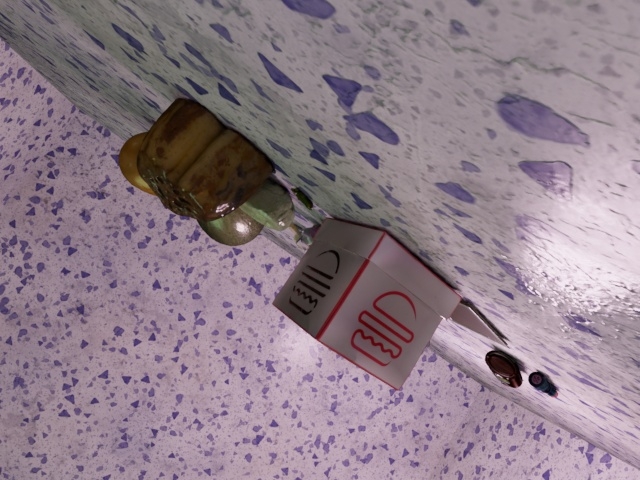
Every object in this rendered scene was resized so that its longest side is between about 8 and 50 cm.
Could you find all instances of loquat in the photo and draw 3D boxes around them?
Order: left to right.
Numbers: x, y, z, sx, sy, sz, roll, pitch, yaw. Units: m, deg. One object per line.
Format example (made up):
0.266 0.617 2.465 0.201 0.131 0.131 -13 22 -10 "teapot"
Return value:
-0.646 -0.298 1.790 0.263 0.263 0.263 33 173 5 "loquat"

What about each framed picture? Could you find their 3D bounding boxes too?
0.419 0.215 1.377 0.296 0.019 0.232 40 170 -37 "framed picture"

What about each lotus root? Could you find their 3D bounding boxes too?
-0.294 -0.190 1.138 0.316 0.250 0.316 33 162 12 "lotus root"

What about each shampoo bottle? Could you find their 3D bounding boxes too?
0.697 0.494 1.727 0.129 0.084 0.323 33 174 33 "shampoo bottle"

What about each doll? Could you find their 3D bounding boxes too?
0.000 0.000 1.585 0.102 0.075 0.227 6 165 44 "doll"

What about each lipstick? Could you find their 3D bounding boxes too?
0.787 0.510 1.604 0.053 0.053 0.234 26 174 46 "lipstick"

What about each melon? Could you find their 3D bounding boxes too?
-0.319 -0.111 1.620 0.248 0.249 0.329 32 169 16 "melon"

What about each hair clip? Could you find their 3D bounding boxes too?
-0.072 -0.004 1.907 0.159 0.071 0.218 37 167 -4 "hair clip"

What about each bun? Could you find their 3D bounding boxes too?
-0.162 -0.118 1.364 0.195 0.118 0.195 28 169 6 "bun"

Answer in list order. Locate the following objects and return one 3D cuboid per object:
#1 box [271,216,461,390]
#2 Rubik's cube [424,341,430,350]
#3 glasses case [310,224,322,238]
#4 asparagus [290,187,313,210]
0.110 0.155 1.215 0.312 0.300 0.314 37 172 -27 "box"
0.315 0.383 1.956 0.319 0.264 0.319 33 173 5 "Rubik's cube"
0.075 0.041 1.514 0.123 0.076 0.316 27 170 41 "glasses case"
-0.049 -0.116 1.251 0.025 0.021 0.108 23 167 39 "asparagus"
